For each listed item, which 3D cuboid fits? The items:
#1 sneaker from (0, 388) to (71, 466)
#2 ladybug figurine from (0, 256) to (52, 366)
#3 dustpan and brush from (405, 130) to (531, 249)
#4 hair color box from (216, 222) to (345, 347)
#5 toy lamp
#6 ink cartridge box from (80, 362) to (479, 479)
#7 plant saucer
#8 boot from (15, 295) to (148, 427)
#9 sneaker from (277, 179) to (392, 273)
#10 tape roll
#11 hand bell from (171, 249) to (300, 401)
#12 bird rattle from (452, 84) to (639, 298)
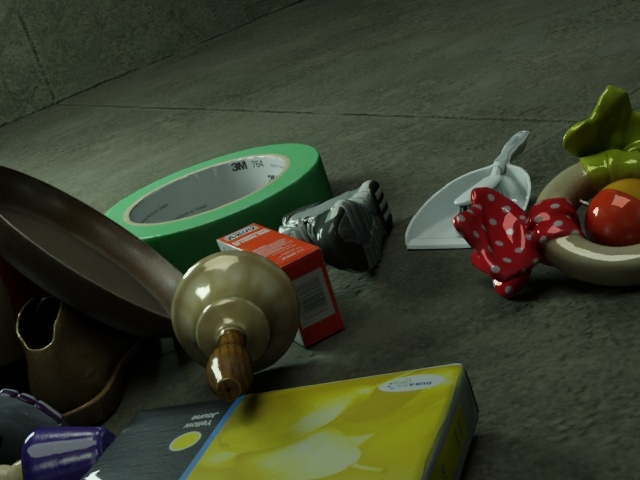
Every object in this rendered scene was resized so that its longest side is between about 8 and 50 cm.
[{"bbox_3d":[-0.338,0.174,1.027,0.224,0.083,0.098,15,14,10],"label":"sneaker"},{"bbox_3d":[-0.448,0.032,1.334,0.305,0.161,0.449,14,6,-8],"label":"ladybug figurine"},{"bbox_3d":[0.199,-0.064,1.320,0.147,0.060,0.211,-3,25,39],"label":"dustpan and brush"},{"bbox_3d":[-0.044,0.043,1.199,0.053,0.093,0.167,-25,20,-22],"label":"hair color box"},{"bbox_3d":[-0.303,0.218,0.983,0.275,0.080,0.080,-17,19,12],"label":"toy lamp"},{"bbox_3d":[-0.062,0.205,0.806,0.304,0.072,0.307,-10,18,22],"label":"ink cartridge box"},{"bbox_3d":[-0.261,0.019,1.256,0.050,0.311,0.310,-56,19,5],"label":"plant saucer"},{"bbox_3d":[-0.262,0.092,1.238,0.112,0.115,0.305,-21,17,1],"label":"boot"},{"bbox_3d":[0.000,0.000,1.318,0.132,0.086,0.229,-17,8,19],"label":"sneaker"},{"bbox_3d":[-0.143,-0.038,1.547,0.321,0.077,0.321,-16,19,6],"label":"tape roll"},{"bbox_3d":[-0.078,0.094,0.990,0.126,0.126,0.242,-18,11,2],"label":"hand bell"},{"bbox_3d":[0.263,-0.031,1.084,0.253,0.143,0.207,-33,40,-30],"label":"bird rattle"}]
